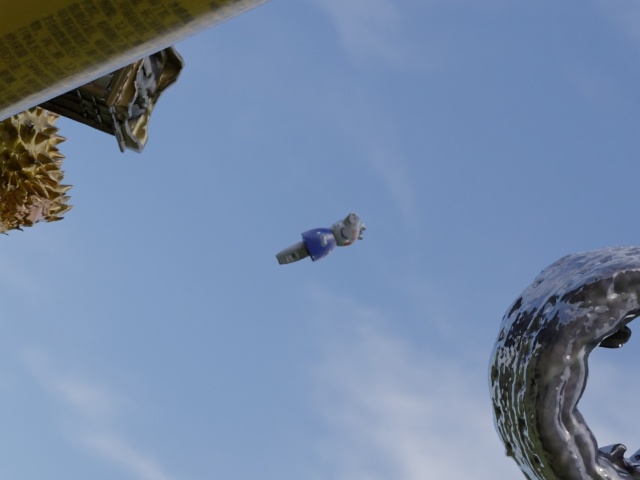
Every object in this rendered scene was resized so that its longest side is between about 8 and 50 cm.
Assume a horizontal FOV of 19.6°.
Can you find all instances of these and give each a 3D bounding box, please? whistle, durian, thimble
[{"bbox_3d":[0.000,0.000,1.621,0.029,0.083,0.033,-116,-176,-48],"label":"whistle"},{"bbox_3d":[-0.293,-0.091,1.520,0.250,0.183,0.138,12,-78,44],"label":"durian"},{"bbox_3d":[0.164,0.076,0.962,0.150,0.150,0.098,52,-10,-9],"label":"thimble"}]

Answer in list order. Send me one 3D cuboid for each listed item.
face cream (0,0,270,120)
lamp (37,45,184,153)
[{"bbox_3d":[-0.118,-0.111,0.756,0.349,0.105,0.105,-22,-65,13],"label":"face cream"},{"bbox_3d":[-0.268,-0.170,1.379,0.325,0.090,0.089,21,-18,9],"label":"lamp"}]
